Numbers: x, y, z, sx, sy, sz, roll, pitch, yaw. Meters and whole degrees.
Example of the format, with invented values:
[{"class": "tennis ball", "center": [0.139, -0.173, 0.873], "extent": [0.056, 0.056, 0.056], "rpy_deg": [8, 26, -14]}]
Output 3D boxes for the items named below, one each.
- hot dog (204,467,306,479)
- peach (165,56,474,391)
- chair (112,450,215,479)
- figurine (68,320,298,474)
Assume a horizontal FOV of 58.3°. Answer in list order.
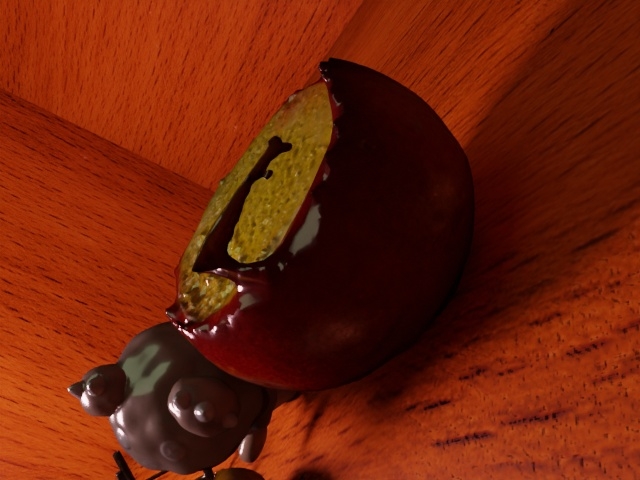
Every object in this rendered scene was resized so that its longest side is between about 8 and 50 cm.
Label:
[{"class": "hot dog", "center": [-0.124, 0.378, 0.778], "extent": [0.194, 0.107, 0.326], "rpy_deg": [-57, 2, -30]}, {"class": "peach", "center": [0.020, -0.003, 0.709], "extent": [0.405, 0.310, 0.335], "rpy_deg": [-61, 20, -17]}, {"class": "chair", "center": [-0.256, 0.524, 1.069], "extent": [0.186, 0.318, 0.160], "rpy_deg": [-22, 6, -20]}, {"class": "figurine", "center": [-0.157, 0.227, 0.859], "extent": [0.381, 0.249, 0.203], "rpy_deg": [33, -115, -64]}]
